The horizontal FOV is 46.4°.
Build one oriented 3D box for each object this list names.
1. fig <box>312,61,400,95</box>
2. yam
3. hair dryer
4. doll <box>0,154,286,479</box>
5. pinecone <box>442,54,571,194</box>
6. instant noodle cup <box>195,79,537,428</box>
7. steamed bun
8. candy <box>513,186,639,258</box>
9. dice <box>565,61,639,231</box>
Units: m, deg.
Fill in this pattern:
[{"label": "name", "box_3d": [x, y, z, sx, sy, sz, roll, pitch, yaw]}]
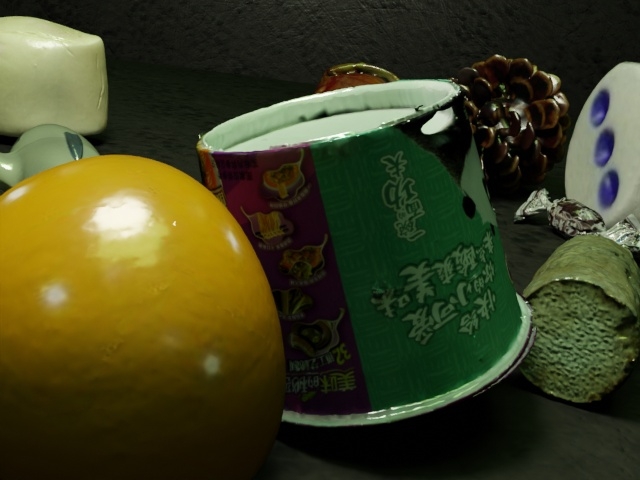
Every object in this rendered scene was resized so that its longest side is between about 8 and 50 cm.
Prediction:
[{"label": "fig", "box_3d": [0.058, -0.203, 1.262, 0.205, 0.205, 0.205, 6, 18, -2]}, {"label": "yam", "box_3d": [0.240, 0.060, 0.682, 0.107, 0.107, 0.194, 15, 19, 21]}, {"label": "hair dryer", "box_3d": [-0.317, -0.041, 0.744, 0.296, 0.118, 0.298, 38, 23, 34]}, {"label": "doll", "box_3d": [-0.142, 0.060, 0.416, 0.236, 0.213, 0.213, -16, 26, -21]}, {"label": "pinecone", "box_3d": [0.286, -0.198, 1.279, 0.292, 0.246, 0.246, -14, 28, -43]}, {"label": "instant noodle cup", "box_3d": [0.025, -0.009, 0.565, 0.251, 0.190, 0.251, -11, 19, 4]}, {"label": "steamed bun", "box_3d": [-0.485, -0.266, 1.241, 0.250, 0.199, 0.154, 2, 20, -6]}, {"label": "candy", "box_3d": [0.368, -0.025, 1.068, 0.094, 0.051, 0.226, -22, 30, -21]}, {"label": "dice", "box_3d": [0.541, -0.130, 1.136, 0.243, 0.259, 0.251, 7, 17, -8]}]
